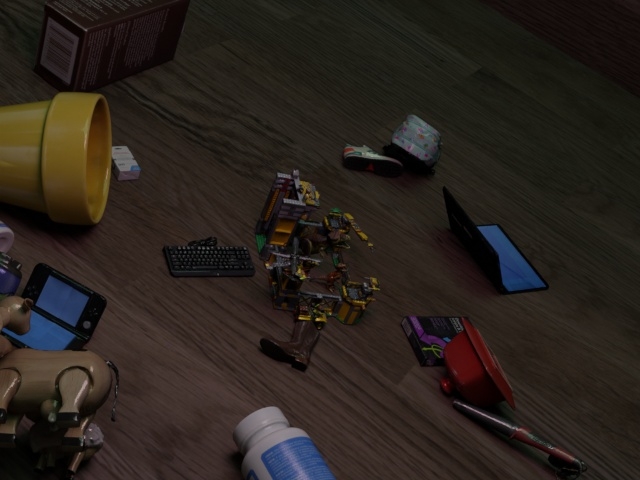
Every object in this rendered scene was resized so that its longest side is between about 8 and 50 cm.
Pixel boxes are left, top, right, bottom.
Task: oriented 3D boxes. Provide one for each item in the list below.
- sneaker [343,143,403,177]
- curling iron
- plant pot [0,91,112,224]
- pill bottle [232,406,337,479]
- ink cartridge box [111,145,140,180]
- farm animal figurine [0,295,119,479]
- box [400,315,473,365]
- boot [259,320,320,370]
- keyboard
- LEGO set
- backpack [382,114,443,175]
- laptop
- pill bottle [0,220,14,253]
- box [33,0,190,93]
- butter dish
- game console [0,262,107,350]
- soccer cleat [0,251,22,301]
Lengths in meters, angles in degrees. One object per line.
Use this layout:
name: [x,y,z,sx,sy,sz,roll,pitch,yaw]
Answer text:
sneaker: [0.132,-0.210,2.323,0.161,0.057,0.075,8,45,-16]
curling iron: [0.373,0.376,1.748,0.274,0.068,0.035,28,38,13]
plant pot: [-0.537,-0.162,1.751,0.239,0.254,0.254,4,39,-3]
pill bottle: [-0.048,0.374,1.450,0.124,0.124,0.221,-8,49,-36]
ink cartridge box: [-0.426,-0.166,1.980,0.048,0.028,0.083,-6,47,-35]
farm animal figurine: [-0.439,0.179,1.287,0.327,0.330,0.172,16,47,-14]
box: [0.259,0.206,1.909,0.162,0.029,0.116,3,42,-28]
boot: [-0.056,0.183,1.752,0.106,0.037,0.114,34,39,-10]
keyboard: [-0.226,0.029,1.859,0.180,0.023,0.108,1,42,-29]
LEGO set: [0.000,0.000,1.878,0.255,0.192,0.331,14,38,-14]
backpack: [0.238,-0.246,2.333,0.152,0.115,0.182,26,2,8]
laptop: [0.414,-0.004,2.162,0.136,0.264,0.234,-29,53,-5]
pill bottle: [-0.625,-0.028,1.658,0.137,0.078,0.078,39,39,18]
box: [-0.495,-0.502,2.217,0.143,0.191,0.381,36,38,15]
butter dish: [0.289,0.260,1.797,0.160,0.118,0.160,51,13,-41]
game console: [-0.458,0.125,1.562,0.144,0.124,0.085,29,10,5]
soccer cleat: [-0.642,0.036,1.561,0.289,0.093,0.121,23,77,16]
